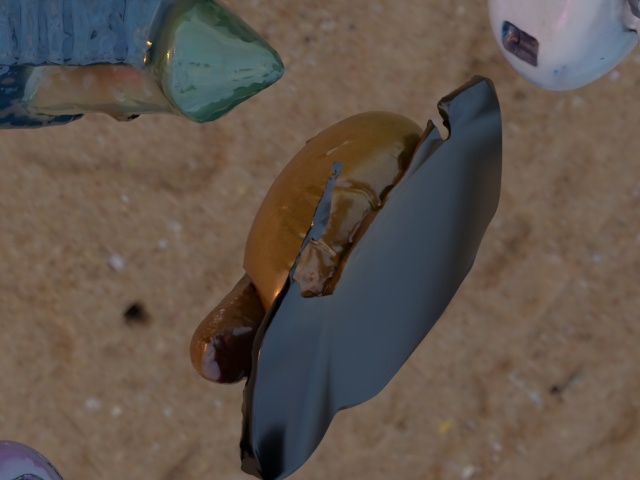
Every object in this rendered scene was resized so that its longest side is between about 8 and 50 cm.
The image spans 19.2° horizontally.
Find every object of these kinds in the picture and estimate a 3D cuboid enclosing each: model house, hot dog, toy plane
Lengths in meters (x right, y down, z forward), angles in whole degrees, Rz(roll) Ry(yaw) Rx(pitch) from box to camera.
[{"bbox_3d":[-0.113,-0.220,1.084,0.245,0.280,0.312,-4,93,-58],"label":"model house"},{"bbox_3d":[0.002,0.004,1.309,0.326,0.107,0.194,-37,132,-46],"label":"hot dog"},{"bbox_3d":[0.167,-0.198,1.065,0.117,0.245,0.244,-15,127,-44],"label":"toy plane"}]

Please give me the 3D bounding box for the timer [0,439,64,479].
[{"bbox_3d":[-0.252,0.255,1.409,0.069,0.191,0.208,-24,177,34],"label":"timer"}]
